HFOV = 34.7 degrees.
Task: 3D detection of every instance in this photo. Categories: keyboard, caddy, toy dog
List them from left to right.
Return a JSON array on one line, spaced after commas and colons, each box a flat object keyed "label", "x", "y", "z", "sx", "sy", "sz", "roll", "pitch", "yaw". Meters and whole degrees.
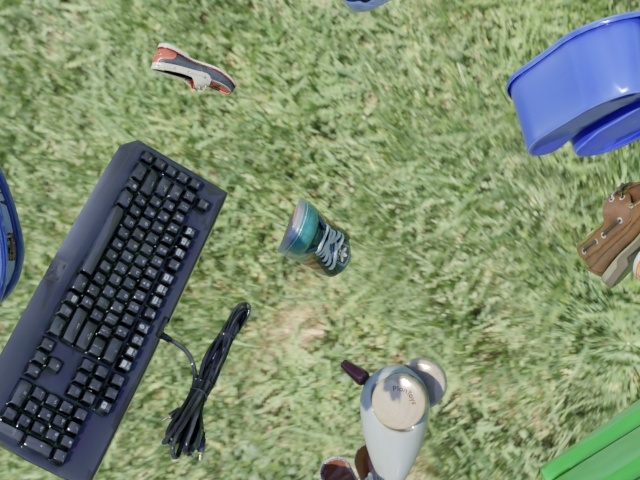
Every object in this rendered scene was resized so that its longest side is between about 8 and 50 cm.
[{"label": "keyboard", "x": -0.156, "y": 0.074, "z": 0.925, "sx": 0.201, "sy": 0.033, "sz": 0.317, "roll": 33, "pitch": 58, "yaw": -19}, {"label": "toy dog", "x": 0.071, "y": 0.319, "z": 1.593, "sx": 0.161, "sy": 0.220, "sz": 0.333, "roll": 20, "pitch": 77, "yaw": 19}, {"label": "caddy", "x": 0.471, "y": -0.272, "z": 1.729, "sx": 0.341, "sy": 0.241, "sz": 0.179, "roll": -33, "pitch": 63, "yaw": 57}]

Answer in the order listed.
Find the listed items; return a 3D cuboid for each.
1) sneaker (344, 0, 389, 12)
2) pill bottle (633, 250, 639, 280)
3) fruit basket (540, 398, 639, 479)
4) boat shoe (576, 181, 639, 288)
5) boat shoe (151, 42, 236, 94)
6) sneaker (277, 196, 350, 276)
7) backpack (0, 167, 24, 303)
[{"label": "sneaker", "x": 0.108, "y": -0.484, "z": 1.579, "sx": 0.268, "sy": 0.153, "sz": 0.101, "roll": -40, "pitch": 39, "yaw": 19}, {"label": "pill bottle", "x": 0.549, "y": 0.067, "z": 1.535, "sx": 0.086, "sy": 0.086, "sz": 0.152, "roll": -45, "pitch": 45, "yaw": 8}, {"label": "fruit basket", "x": 0.393, "y": 0.262, "z": 0.748, "sx": 0.392, "sy": 0.283, "sz": 0.392, "roll": 0, "pitch": 93, "yaw": 3}, {"label": "boat shoe", "x": 0.520, "y": -0.046, "z": 1.707, "sx": 0.104, "sy": 0.111, "sz": 0.307, "roll": 45, "pitch": 138, "yaw": 20}, {"label": "boat shoe", "x": -0.191, "y": -0.250, "z": 1.548, "sx": 0.049, "sy": 0.137, "sz": 0.043, "roll": -13, "pitch": 57, "yaw": 56}, {"label": "sneaker", "x": 0.000, "y": 0.000, "z": 1.828, "sx": 0.121, "sy": 0.302, "sz": 0.108, "roll": 22, "pitch": 86, "yaw": 4}, {"label": "backpack", "x": -0.418, "y": 0.000, "z": 1.014, "sx": 0.263, "sy": 0.213, "sz": 0.276, "roll": -23, "pitch": 91, "yaw": 45}]
